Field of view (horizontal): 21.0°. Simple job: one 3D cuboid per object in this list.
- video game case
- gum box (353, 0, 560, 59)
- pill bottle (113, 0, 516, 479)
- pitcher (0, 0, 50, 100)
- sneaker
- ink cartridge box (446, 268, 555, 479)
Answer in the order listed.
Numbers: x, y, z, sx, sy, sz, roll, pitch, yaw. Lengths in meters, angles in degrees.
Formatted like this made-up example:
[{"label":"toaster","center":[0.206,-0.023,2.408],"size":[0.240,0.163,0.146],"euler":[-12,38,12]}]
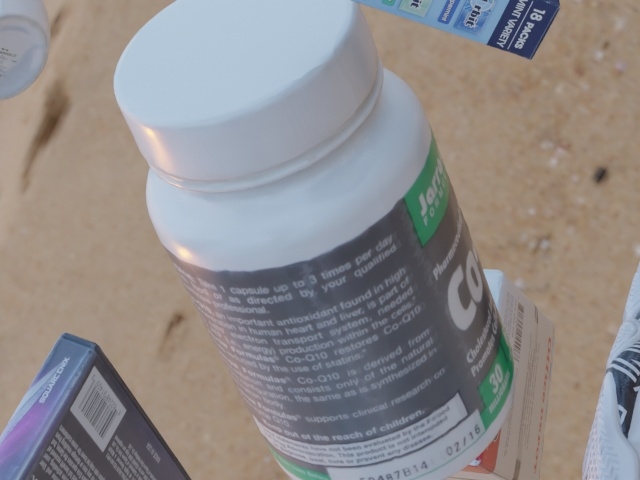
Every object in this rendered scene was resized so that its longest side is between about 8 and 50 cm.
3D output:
[{"label":"video game case","center":[-0.146,0.204,0.808],"size":[0.026,0.196,0.274],"euler":[18,65,24]},{"label":"gum box","center":[0.033,-0.182,0.951],"size":[0.157,0.184,0.041],"euler":[-92,22,-51]},{"label":"pill bottle","center":[0.000,0.000,1.230],"size":[0.204,0.361,0.204],"euler":[-14,39,12]},{"label":"pitcher","center":[-0.300,-0.202,1.504],"size":[0.207,0.178,0.125],"euler":[42,115,39]},{"label":"sneaker","center":[0.365,0.130,1.553],"size":[0.137,0.210,0.366],"euler":[92,-162,-44]},{"label":"ink cartridge box","center":[0.159,0.152,1.822],"size":[0.114,0.273,0.197],"euler":[4,77,21]}]
